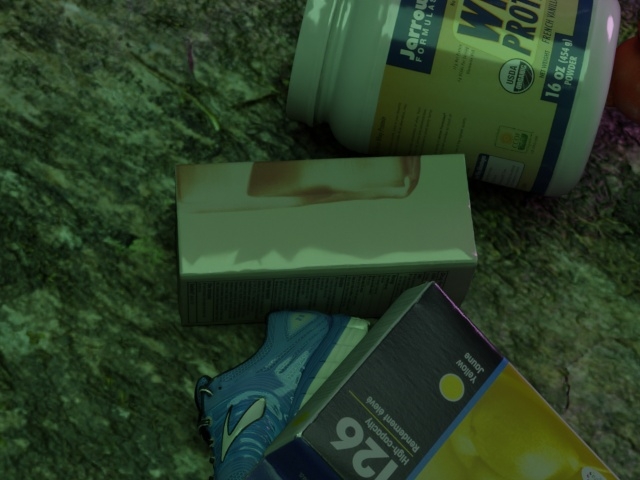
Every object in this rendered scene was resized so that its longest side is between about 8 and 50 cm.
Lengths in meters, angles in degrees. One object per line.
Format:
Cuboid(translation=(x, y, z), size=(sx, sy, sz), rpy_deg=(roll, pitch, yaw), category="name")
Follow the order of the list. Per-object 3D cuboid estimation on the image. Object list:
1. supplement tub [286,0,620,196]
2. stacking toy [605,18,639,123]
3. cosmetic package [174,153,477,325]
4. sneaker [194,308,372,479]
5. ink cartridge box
Cuboid(translation=(0.137, -0.186, 1.787), size=(0.316, 0.228, 0.228), rpy_deg=(13, 65, 2), category="supplement tub")
Cuboid(translation=(0.444, -0.196, 1.871), size=(0.309, 0.130, 0.279), rpy_deg=(24, 37, -18), category="stacking toy")
Cuboid(translation=(0.000, 0.000, 1.735), size=(0.296, 0.153, 0.129), rpy_deg=(-1, 67, -6), category="cosmetic package")
Cuboid(translation=(-0.065, 0.210, 1.665), size=(0.147, 0.130, 0.330), rpy_deg=(16, 62, 19), category="sneaker")
Cuboid(translation=(0.108, 0.246, 1.603), size=(0.303, 0.072, 0.307), rpy_deg=(47, 59, -8), category="ink cartridge box")
